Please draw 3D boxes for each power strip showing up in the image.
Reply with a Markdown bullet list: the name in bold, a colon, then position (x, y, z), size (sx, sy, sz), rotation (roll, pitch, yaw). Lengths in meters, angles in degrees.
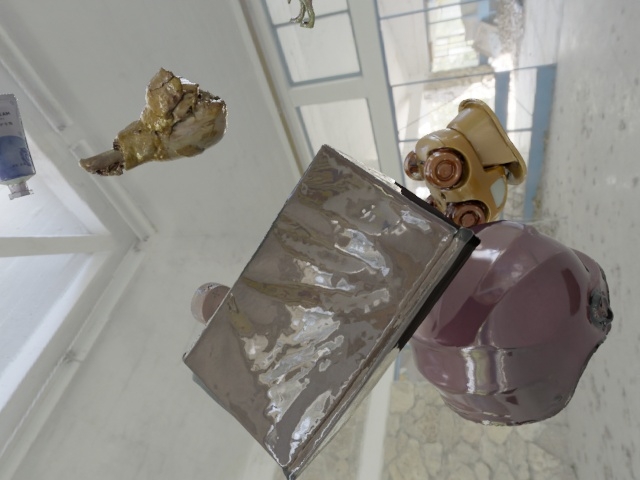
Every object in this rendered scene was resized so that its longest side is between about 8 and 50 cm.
- **power strip**: position (-0.369, 0.221, 1.495), size (0.154, 0.078, 0.154), rotation (-5, -83, -44)

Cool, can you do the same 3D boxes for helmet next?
- **helmet**: position (0.256, 0.087, 0.648), size (0.197, 0.271, 0.338), rotation (43, -109, -29)

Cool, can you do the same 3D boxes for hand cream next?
- **hand cream**: position (-0.437, -0.128, 0.591), size (0.084, 0.053, 0.142), rotation (-37, -59, -57)

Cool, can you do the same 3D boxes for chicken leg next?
- **chicken leg**: position (-0.410, -0.296, 1.071), size (0.409, 0.182, 0.295), rotation (-34, -8, -24)

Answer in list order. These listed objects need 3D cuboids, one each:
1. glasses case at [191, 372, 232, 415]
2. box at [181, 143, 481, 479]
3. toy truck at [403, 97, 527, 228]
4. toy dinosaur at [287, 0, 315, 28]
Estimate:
- **glasses case**: position (-0.279, 0.432, 1.312), size (0.074, 0.323, 0.131), rotation (21, -92, -48)
- **box**: position (0.022, 0.058, 0.434), size (0.252, 0.153, 0.188), rotation (-56, -19, 11)
- **toy truck**: position (0.332, -0.159, 1.013), size (0.288, 0.211, 0.204), rotation (58, -178, -16)
- **toy dinosaur**: position (-0.024, -0.606, 0.999), size (0.072, 0.251, 0.200), rotation (-45, -36, -52)
